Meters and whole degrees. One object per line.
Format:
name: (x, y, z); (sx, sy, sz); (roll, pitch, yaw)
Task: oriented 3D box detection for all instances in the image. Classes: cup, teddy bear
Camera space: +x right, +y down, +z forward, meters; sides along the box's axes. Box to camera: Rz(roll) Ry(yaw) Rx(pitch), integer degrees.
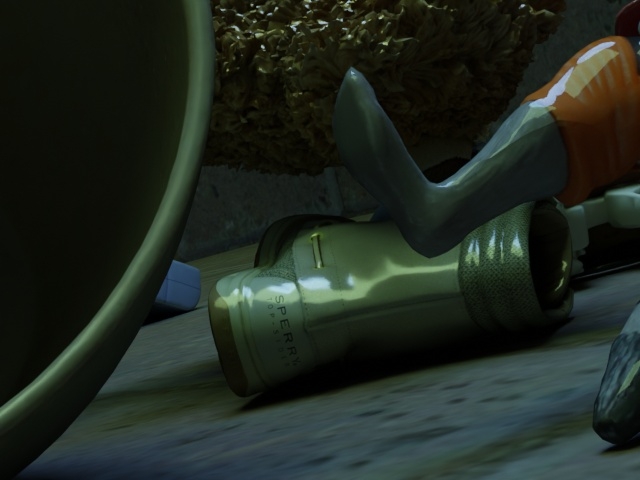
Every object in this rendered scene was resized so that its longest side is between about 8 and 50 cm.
cup: (-0.207, -0.010, 0.636); (0.331, 0.331, 0.237); (-14, -24, -10)
teddy bear: (-0.019, -0.074, 0.894); (0.338, 0.113, 0.245); (0, -7, 34)

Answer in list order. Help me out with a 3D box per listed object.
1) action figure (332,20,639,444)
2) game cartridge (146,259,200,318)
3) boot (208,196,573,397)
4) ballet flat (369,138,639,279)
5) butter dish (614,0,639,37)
action figure: (0.173, -0.031, 0.592); (0.330, 0.178, 0.341); (-7, -16, -35)
game cartridge: (-0.274, 0.038, 1.609); (0.294, 0.060, 0.196); (12, -20, -42)
boot: (0.047, 0.016, 0.825); (0.165, 0.077, 0.213); (-14, 7, 15)
ballet flat: (0.164, -0.025, 0.946); (0.280, 0.095, 0.096); (-14, 7, -1)
butter dish: (0.241, -0.054, 0.816); (0.160, 0.160, 0.118); (-15, 25, 18)
